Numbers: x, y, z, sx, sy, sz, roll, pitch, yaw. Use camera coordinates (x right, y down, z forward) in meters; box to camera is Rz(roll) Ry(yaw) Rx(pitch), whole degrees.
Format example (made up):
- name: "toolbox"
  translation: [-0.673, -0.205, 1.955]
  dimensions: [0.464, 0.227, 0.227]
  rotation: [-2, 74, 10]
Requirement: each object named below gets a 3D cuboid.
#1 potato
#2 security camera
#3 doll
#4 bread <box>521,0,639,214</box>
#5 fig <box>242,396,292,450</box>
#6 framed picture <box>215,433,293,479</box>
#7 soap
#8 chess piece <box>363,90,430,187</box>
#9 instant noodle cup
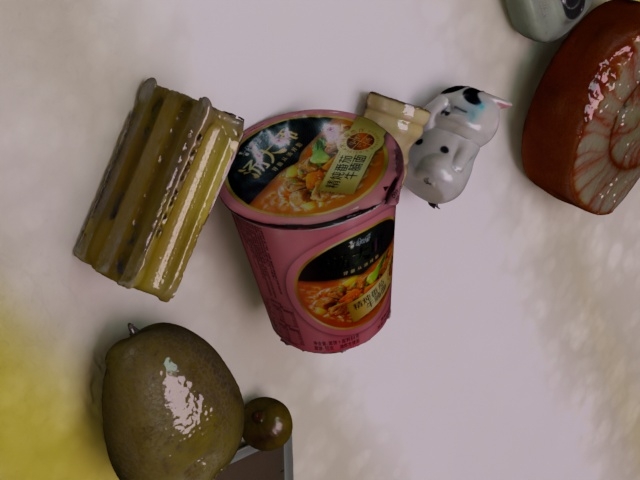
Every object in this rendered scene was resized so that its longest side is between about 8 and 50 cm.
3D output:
- name: "potato"
  translation: [-0.186, 0.205, 1.474]
  dimensions: [0.174, 0.159, 0.251]
  rotation: [-47, 128, -50]
- name: "security camera"
  translation: [0.305, -0.427, 1.716]
  dimensions: [0.157, 0.080, 0.301]
  rotation: [-45, 129, -19]
- name: "doll"
  translation: [0.181, -0.140, 1.695]
  dimensions: [0.107, 0.110, 0.180]
  rotation: [34, 84, -53]
- name: "bread"
  translation: [0.446, -0.212, 1.874]
  dimensions: [0.295, 0.114, 0.327]
  rotation: [27, 93, -55]
- name: "fig"
  translation: [-0.071, 0.256, 1.658]
  dimensions: [0.074, 0.074, 0.088]
  rotation: [-52, 150, -13]
- name: "framed picture"
  translation: [-0.129, 0.427, 1.713]
  dimensions: [0.232, 0.019, 0.296]
  rotation: [-18, 118, -37]
- name: "soap"
  translation: [-0.183, -0.058, 1.377]
  dimensions: [0.076, 0.135, 0.233]
  rotation: [19, 94, -45]
- name: "chess piece"
  translation: [0.077, -0.095, 1.635]
  dimensions: [0.090, 0.090, 0.200]
  rotation: [11, 100, -44]
- name: "instant noodle cup"
  translation: [0.000, 0.000, 1.525]
  dimensions: [0.244, 0.244, 0.255]
  rotation: [-35, 137, -27]
